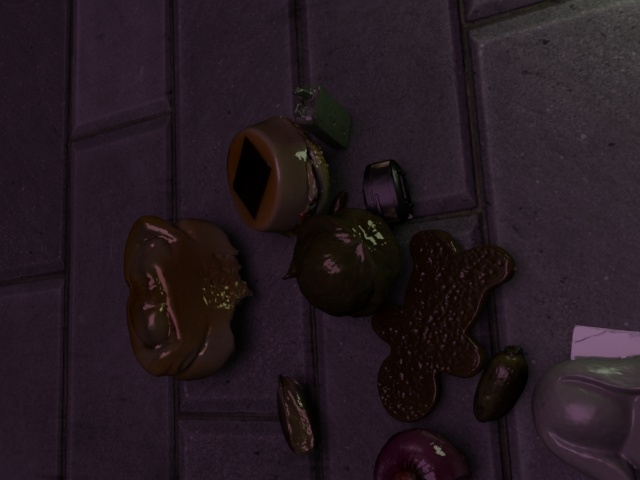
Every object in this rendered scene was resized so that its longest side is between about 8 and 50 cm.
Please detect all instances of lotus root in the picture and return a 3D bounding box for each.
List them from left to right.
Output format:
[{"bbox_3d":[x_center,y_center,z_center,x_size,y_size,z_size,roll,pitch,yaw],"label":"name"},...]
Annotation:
[{"bbox_3d":[0.374,0.300,1.301,0.080,0.089,0.180,36,109,57],"label":"lotus root"}]

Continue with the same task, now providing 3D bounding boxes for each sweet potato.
[{"bbox_3d":[0.003,-0.001,1.560,0.074,0.074,0.270,32,88,28],"label":"sweet potato"}]

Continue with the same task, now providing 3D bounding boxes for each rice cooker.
[{"bbox_3d":[0.155,-0.105,1.466,0.106,0.112,0.166,-19,81,19],"label":"rice cooker"}]

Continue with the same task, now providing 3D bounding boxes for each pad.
[{"bbox_3d":[0.608,0.255,1.229,0.231,0.004,0.157,4,84,29],"label":"pad"}]

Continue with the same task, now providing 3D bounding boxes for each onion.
[{"bbox_3d":[0.200,0.493,1.326,0.200,0.200,0.208,25,127,29],"label":"onion"}]

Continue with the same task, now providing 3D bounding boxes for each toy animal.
[{"bbox_3d":[0.522,0.315,1.149,0.264,0.206,0.272,15,95,25],"label":"toy animal"}]

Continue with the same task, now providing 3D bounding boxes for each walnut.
[{"bbox_3d":[0.051,0.053,1.410,0.227,0.283,0.283,-36,59,-26],"label":"walnut"}]

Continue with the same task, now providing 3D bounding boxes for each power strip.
[{"bbox_3d":[0.002,-0.292,1.475,0.053,0.288,0.093,7,86,21],"label":"power strip"}]

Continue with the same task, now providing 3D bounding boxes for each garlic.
[{"bbox_3d":[-0.057,0.418,1.508,0.086,0.101,0.196,-13,67,-6],"label":"garlic"}]

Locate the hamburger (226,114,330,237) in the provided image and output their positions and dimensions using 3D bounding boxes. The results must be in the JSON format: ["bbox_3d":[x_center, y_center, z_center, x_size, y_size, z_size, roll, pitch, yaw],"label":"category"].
[{"bbox_3d":[-0.104,-0.154,1.545,0.302,0.170,0.302,20,115,50],"label":"hamburger"}]

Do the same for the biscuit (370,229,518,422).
[{"bbox_3d":[0.248,0.194,1.398,0.282,0.064,0.433,21,95,36],"label":"biscuit"}]

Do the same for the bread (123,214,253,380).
[{"bbox_3d":[-0.358,0.144,1.630,0.328,0.245,0.425,-16,71,25],"label":"bread"}]
